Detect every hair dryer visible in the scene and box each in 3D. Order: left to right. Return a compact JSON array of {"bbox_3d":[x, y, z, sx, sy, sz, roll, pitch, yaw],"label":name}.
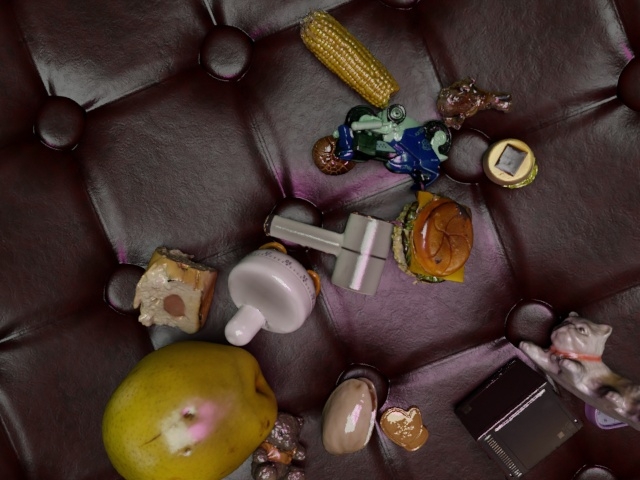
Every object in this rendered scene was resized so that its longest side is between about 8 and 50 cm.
[{"bbox_3d":[0.000,0.000,1.342,0.362,0.128,0.203,16,94,9],"label":"hair dryer"}]

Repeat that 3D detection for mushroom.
[{"bbox_3d":[0.040,-0.228,1.333,0.126,0.085,0.109,-14,91,-7],"label":"mushroom"}]

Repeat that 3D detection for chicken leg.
[{"bbox_3d":[0.398,-0.368,1.323,0.196,0.080,0.125,-18,103,-4],"label":"chicken leg"}]

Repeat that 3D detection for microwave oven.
[{"bbox_3d":[0.506,0.460,1.313,0.247,0.188,0.178,-40,97,0],"label":"microwave oven"}]

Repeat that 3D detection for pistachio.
[{"bbox_3d":[0.076,0.477,1.357,0.152,0.126,0.223,29,94,36],"label":"pistachio"}]

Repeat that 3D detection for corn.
[{"bbox_3d":[0.071,-0.470,1.307,0.318,0.115,0.115,42,94,-1],"label":"corn"}]

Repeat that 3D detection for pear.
[{"bbox_3d":[-0.326,0.425,1.252,0.419,0.362,0.362,-21,93,6],"label":"pear"}]

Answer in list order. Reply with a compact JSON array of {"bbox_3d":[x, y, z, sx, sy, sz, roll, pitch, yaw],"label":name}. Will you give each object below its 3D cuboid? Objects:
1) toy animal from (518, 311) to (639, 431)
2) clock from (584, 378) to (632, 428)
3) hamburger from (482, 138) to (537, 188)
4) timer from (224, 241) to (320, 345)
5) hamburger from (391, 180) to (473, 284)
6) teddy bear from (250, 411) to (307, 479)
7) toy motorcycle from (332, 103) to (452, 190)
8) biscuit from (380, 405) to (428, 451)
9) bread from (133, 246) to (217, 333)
[{"bbox_3d":[0.719,0.327,1.277,0.188,0.308,0.266,-44,114,-16],"label":"toy animal"},{"bbox_3d":[0.799,0.442,1.365,0.153,0.050,0.109,-14,93,3],"label":"clock"},{"bbox_3d":[0.498,-0.202,1.322,0.141,0.081,0.126,14,92,13],"label":"hamburger"},{"bbox_3d":[-0.136,0.145,1.286,0.234,0.240,0.233,18,132,21],"label":"timer"},{"bbox_3d":[0.279,-0.013,1.282,0.243,0.139,0.261,18,85,-34],"label":"hamburger"},{"bbox_3d":[-0.115,0.563,1.373,0.177,0.140,0.190,23,83,-41],"label":"teddy bear"},{"bbox_3d":[0.195,-0.233,1.287,0.331,0.125,0.196,5,87,-25],"label":"toy motorcycle"},{"bbox_3d":[0.237,0.512,1.403,0.140,0.023,0.118,31,95,0],"label":"biscuit"},{"bbox_3d":[-0.380,0.140,1.307,0.184,0.211,0.223,15,89,-6],"label":"bread"}]
